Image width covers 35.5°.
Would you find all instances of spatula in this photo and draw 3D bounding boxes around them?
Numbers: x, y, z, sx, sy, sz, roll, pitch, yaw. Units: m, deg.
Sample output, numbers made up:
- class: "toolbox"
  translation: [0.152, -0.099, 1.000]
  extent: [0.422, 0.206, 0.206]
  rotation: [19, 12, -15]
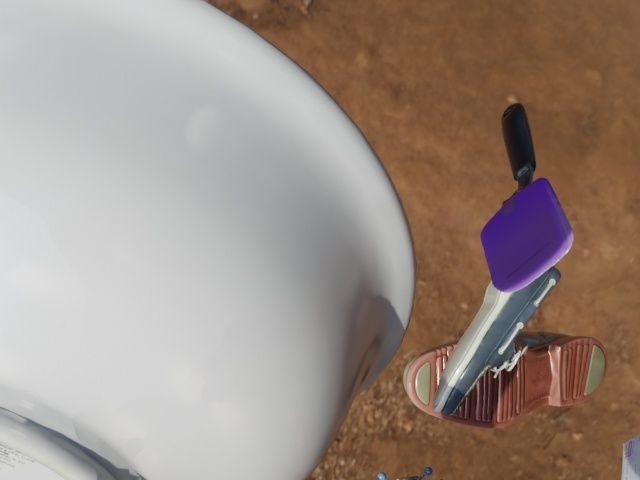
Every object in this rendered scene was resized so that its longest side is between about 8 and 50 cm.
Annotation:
- class: "spatula"
  translation: [0.180, -0.055, 0.905]
  extent: [0.030, 0.084, 0.296]
  rotation: [38, 29, -14]

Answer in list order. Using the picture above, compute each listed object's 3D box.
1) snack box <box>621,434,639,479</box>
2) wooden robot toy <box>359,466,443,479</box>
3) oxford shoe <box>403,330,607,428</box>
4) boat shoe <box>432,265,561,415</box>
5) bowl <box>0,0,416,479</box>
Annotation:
- class: "snack box"
  translation: [0.588, 0.440, 1.642]
  extent: [0.207, 0.070, 0.174]
  rotation: [43, 35, -8]
- class: "wooden robot toy"
  translation: [0.103, 0.371, 1.396]
  extent: [0.173, 0.079, 0.076]
  rotation: [5, 53, -39]
- class: "oxford shoe"
  translation: [0.277, 0.215, 1.614]
  extent: [0.397, 0.146, 0.141]
  rotation: [3, 94, -33]
- class: "boat shoe"
  translation: [0.238, 0.133, 1.355]
  extent: [0.079, 0.095, 0.255]
  rotation: [31, 83, -6]
- class: "bowl"
  translation: [-0.117, 0.047, 0.387]
  extent: [0.297, 0.298, 0.134]
  rotation: [14, 49, 0]
